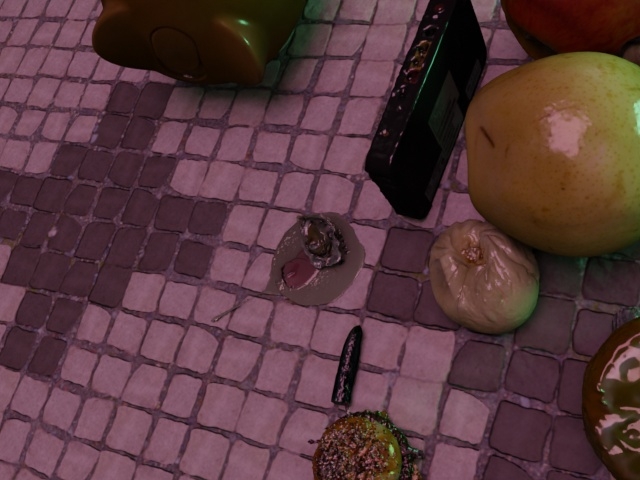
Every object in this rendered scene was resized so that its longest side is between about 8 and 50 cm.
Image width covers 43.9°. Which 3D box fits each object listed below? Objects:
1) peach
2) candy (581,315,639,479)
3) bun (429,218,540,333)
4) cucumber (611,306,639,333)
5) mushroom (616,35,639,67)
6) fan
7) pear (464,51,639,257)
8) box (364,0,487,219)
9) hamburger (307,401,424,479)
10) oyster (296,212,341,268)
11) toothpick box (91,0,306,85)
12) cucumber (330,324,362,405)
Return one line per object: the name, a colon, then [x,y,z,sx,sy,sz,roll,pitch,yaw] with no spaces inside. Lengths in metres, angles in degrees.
peach: [0.429,-0.406,1.264,0.280,0.238,0.281,-1,83,10]
candy: [0.461,0.213,1.005,0.259,0.118,0.260,0,84,4]
bun: [0.248,0.050,1.217,0.164,0.111,0.188,-17,64,20]
cucumber: [0.439,0.151,1.112,0.064,0.064,0.112,-6,65,22]
mushroom: [0.588,-0.248,1.165,0.267,0.189,0.164,-14,76,-7]
fan: [-0.067,0.067,1.409,0.310,0.010,0.182,-32,58,7]
pear: [0.350,-0.123,1.140,0.309,0.309,0.309,-10,63,20]
box: [0.183,-0.226,1.315,0.058,0.211,0.350,16,75,27]
hamburger: [0.063,0.338,1.177,0.164,0.093,0.189,-45,59,-1]
oyster: [-0.001,0.000,1.397,0.098,0.037,0.100,-8,81,38]
toothpick box: [-0.221,-0.512,1.526,0.408,0.409,0.425,2,66,25]
cucumber: [0.045,0.199,1.285,0.032,0.032,0.133,4,70,26]
